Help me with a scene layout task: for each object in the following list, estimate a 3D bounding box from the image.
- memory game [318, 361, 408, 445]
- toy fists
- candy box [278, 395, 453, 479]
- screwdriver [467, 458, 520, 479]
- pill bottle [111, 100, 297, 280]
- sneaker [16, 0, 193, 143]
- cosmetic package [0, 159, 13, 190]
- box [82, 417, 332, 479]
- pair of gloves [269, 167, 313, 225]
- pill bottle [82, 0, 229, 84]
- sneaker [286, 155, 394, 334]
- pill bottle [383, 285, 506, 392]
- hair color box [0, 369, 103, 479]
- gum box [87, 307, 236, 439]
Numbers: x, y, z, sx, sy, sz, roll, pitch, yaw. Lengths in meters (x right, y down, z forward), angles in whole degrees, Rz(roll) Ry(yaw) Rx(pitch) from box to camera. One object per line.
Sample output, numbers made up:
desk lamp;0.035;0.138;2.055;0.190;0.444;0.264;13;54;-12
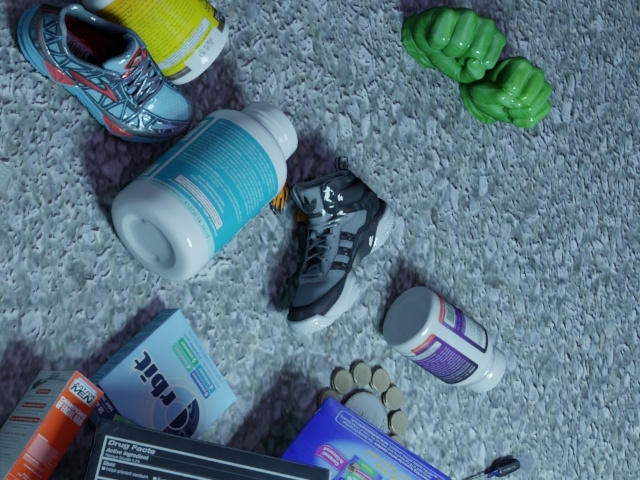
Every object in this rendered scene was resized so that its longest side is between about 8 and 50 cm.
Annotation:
memory game;0.062;0.275;2.026;0.186;0.012;0.186;5;82;-39
toy fists;0.257;-0.275;2.160;0.279;0.142;0.096;40;62;-30
candy box;0.021;0.414;1.811;0.268;0.122;0.317;34;58;14
screwdriver;0.258;0.384;2.178;0.170;0.024;0.025;-16;125;-33
pill bottle;-0.144;-0.077;1.802;0.264;0.146;0.146;-46;114;-33
sneaker;-0.260;-0.211;1.724;0.262;0.125;0.104;32;66;-29
cosmetic package;-0.478;-0.025;1.549;0.127;0.107;0.238;46;62;-27
box;-0.160;0.404;1.598;0.296;0.183;0.294;14;55;-6
pair of gloves;-0.040;-0.066;1.977;0.083;0.010;0.074;20;73;-38
pill bottle;-0.230;-0.312;1.772;0.215;0.117;0.117;41;61;-30
sneaker;0.000;0.000;1.940;0.153;0.101;0.269;55;49;-29
pill bottle;0.197;0.160;2.088;0.193;0.108;0.108;35;64;-32
hair color box;-0.346;0.238;1.636;0.053;0.093;0.167;45;60;-28
gum box;-0.217;0.207;1.781;0.184;0.041;0.157;-43;113;-33
